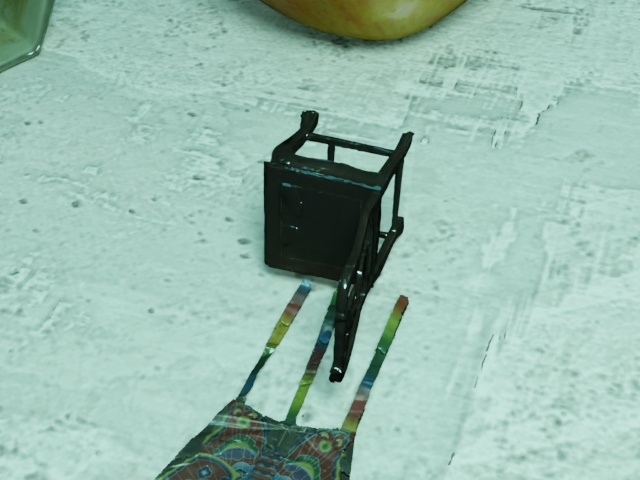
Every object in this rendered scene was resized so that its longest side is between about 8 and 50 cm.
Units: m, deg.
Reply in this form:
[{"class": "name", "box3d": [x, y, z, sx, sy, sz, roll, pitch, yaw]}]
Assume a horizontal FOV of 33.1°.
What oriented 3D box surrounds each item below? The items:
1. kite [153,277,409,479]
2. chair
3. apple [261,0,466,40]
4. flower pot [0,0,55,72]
[{"class": "kite", "box3d": [-0.020, 0.133, 0.809, 0.152, 0.015, 0.285, 16, 48, 16]}, {"class": "chair", "box3d": [0.000, 0.000, 0.856, 0.113, 0.106, 0.229, 12, 36, 15]}, {"class": "apple", "box3d": [0.049, -0.403, 1.134, 0.391, 0.346, 0.391, -7, 38, 6]}, {"class": "flower pot", "box3d": [-0.418, -0.291, 1.134, 0.189, 0.239, 0.209, 37, 89, 32]}]
